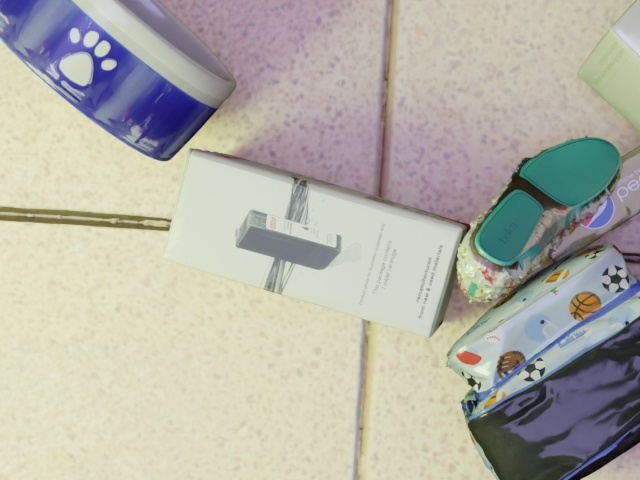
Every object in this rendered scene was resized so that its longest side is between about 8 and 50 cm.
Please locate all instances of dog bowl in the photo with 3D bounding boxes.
[{"bbox_3d":[-0.214,-0.200,1.746,0.265,0.265,0.104,42,98,5],"label":"dog bowl"}]

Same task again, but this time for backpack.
[{"bbox_3d":[0.242,0.131,1.699,0.276,0.263,0.213,-29,81,0],"label":"backpack"}]

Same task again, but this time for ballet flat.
[{"bbox_3d":[0.201,-0.020,1.701,0.091,0.241,0.077,40,140,16],"label":"ballet flat"}]

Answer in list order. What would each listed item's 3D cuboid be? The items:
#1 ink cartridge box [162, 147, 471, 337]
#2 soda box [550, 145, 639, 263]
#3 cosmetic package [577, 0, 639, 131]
[{"bbox_3d":[0.000,0.000,1.757,0.272,0.197,0.114,17,93,7],"label":"ink cartridge box"},{"bbox_3d":[0.298,-0.047,1.788,0.181,0.061,0.058,-33,86,6],"label":"soda box"},{"bbox_3d":[0.429,-0.253,1.673,0.155,0.197,0.365,44,83,4],"label":"cosmetic package"}]
